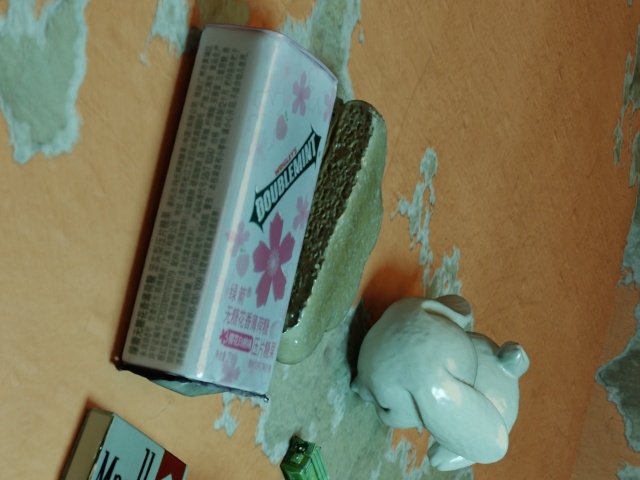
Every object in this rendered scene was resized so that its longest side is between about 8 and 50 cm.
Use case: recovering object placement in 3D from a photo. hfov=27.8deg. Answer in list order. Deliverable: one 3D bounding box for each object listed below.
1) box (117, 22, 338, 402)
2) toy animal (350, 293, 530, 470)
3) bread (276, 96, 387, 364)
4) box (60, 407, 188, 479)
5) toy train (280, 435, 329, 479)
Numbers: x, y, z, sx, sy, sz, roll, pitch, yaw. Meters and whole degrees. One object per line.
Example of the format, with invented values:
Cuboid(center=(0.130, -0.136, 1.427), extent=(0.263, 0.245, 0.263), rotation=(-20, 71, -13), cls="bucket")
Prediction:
Cuboid(center=(-0.087, -0.019, 1.340), extent=(0.190, 0.112, 0.370), rotation=(24, 76, -64), cls="box")
Cuboid(center=(0.163, 0.181, 1.852), extent=(0.265, 0.206, 0.272), rotation=(32, 38, -47), cls="toy animal")
Cuboid(center=(0.004, 0.000, 1.560), extent=(0.337, 0.102, 0.183), rotation=(-70, 154, -21), cls="bread")
Cuboid(center=(-0.197, 0.247, 1.283), extent=(0.177, 0.035, 0.115), rotation=(54, 50, -57), cls="box")
Cuboid(center=(-0.021, 0.301, 1.694), extent=(0.056, 0.038, 0.093), rotation=(-55, 146, -33), cls="toy train")
